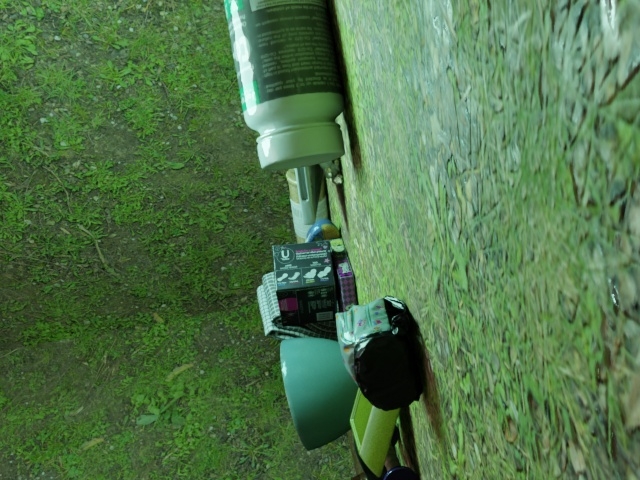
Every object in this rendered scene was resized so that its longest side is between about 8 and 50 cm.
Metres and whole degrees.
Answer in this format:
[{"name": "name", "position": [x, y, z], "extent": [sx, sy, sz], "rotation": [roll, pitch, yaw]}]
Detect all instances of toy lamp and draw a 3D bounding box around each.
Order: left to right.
[{"name": "toy lamp", "position": [0.136, 0.424, 1.587], "extent": [0.274, 0.080, 0.080], "rotation": [-123, 23, -76]}]

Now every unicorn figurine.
[{"name": "unicorn figurine", "position": [0.010, -0.207, 1.919], "extent": [0.111, 0.060, 0.161], "rotation": [91, 168, -85]}]

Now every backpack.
[{"name": "backpack", "position": [0.088, 0.164, 1.246], "extent": [0.182, 0.115, 0.151], "rotation": [-101, -1, -65]}]

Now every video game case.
[{"name": "video game case", "position": [-0.027, -0.255, 2.002], "extent": [0.329, 0.036, 0.299], "rotation": [-82, -12, -50]}, {"name": "video game case", "position": [0.068, 0.143, 2.175], "extent": [0.210, 0.042, 0.232], "rotation": [-104, 5, -61]}]

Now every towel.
[{"name": "towel", "position": [-0.040, 0.212, 2.418], "extent": [0.235, 0.284, 0.121], "rotation": [-112, 40, -56]}]

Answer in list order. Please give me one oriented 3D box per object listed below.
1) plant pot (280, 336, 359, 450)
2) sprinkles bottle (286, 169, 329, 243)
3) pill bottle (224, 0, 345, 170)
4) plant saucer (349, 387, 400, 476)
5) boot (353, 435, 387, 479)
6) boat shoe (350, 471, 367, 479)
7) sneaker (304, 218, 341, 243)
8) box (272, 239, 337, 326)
[{"name": "plant pot", "position": [0.030, 0.374, 2.046], "extent": [0.290, 0.196, 0.290], "rotation": [-15, -90, -85]}, {"name": "sprinkles bottle", "position": [-0.030, -0.075, 2.536], "extent": [0.121, 0.121, 0.355], "rotation": [-104, 5, -51]}, {"name": "pill bottle", "position": [-0.065, -0.333, 1.577], "extent": [0.204, 0.204, 0.360], "rotation": [137, 123, -86]}, {"name": "plant saucer", "position": [0.101, 0.326, 1.529], "extent": [0.188, 0.045, 0.188], "rotation": [-111, 33, -73]}, {"name": "boot", "position": [0.131, 0.539, 1.892], "extent": [0.229, 0.091, 0.262], "rotation": [93, 164, -74]}, {"name": "boat shoe", "position": [0.141, 0.732, 2.081], "extent": [0.123, 0.117, 0.324], "rotation": [-109, 9, -71]}, {"name": "sneaker", "position": [0.000, 0.000, 2.329], "extent": [0.296, 0.112, 0.130], "rotation": [87, 173, -62]}, {"name": "box", "position": [-0.041, 0.119, 2.176], "extent": [0.247, 0.164, 0.142], "rotation": [86, 177, -62]}]
